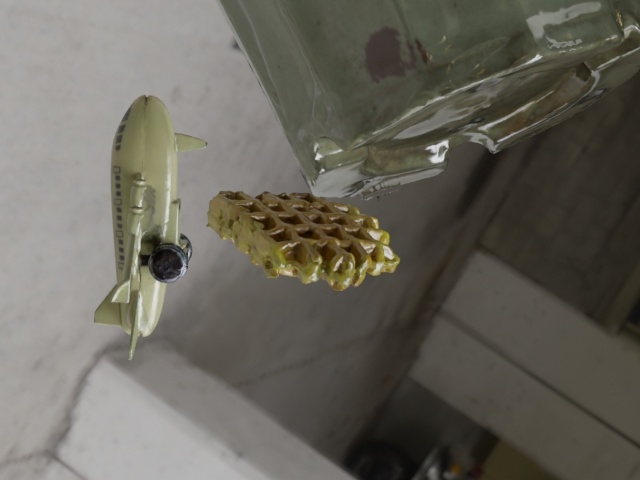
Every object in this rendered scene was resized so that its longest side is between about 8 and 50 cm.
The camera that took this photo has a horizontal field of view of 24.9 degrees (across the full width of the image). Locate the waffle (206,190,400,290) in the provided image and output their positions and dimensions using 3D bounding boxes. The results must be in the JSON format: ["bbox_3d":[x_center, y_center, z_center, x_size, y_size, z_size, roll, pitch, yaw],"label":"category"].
[{"bbox_3d":[0.000,0.001,1.871,0.229,0.219,0.057,0,114,-35],"label":"waffle"}]

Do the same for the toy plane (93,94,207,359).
[{"bbox_3d":[-0.165,-0.016,1.389,0.229,0.092,0.244,-88,-171,-80],"label":"toy plane"}]

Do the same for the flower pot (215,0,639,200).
[{"bbox_3d":[0.036,-0.174,0.737,0.290,0.259,0.290,-20,170,-4],"label":"flower pot"}]
